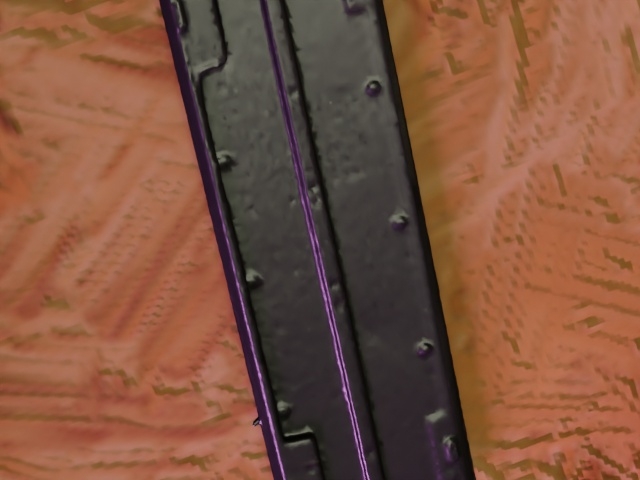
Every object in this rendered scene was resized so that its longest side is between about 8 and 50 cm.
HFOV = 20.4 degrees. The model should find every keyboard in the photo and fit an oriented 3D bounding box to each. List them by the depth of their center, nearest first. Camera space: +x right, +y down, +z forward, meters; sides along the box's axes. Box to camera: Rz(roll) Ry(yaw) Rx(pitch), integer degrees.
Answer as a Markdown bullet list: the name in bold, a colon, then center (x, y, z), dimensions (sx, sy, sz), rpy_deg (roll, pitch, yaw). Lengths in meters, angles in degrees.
- **keyboard**: center (0.000, 0.000, 0.540), dimensions (0.067, 0.011, 0.202), rpy_deg (-15, 113, -7)
